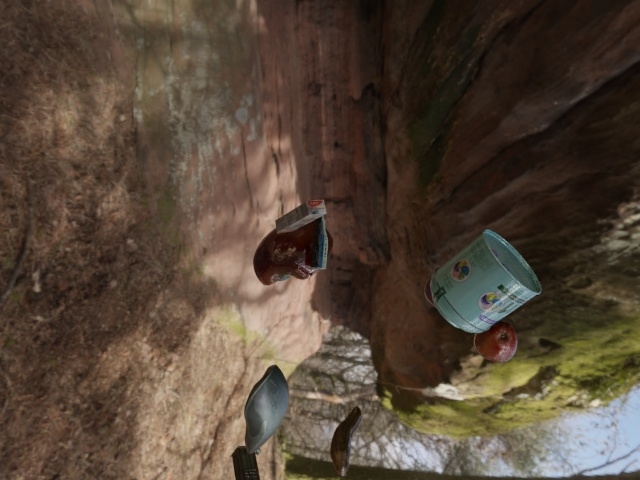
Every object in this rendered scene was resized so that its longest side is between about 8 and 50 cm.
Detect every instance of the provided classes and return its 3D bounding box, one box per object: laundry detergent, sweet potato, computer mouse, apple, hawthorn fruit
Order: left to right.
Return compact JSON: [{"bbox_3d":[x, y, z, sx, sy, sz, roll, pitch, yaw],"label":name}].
[{"bbox_3d":[-0.149,0.515,1.392,0.167,0.090,0.379,-48,153,-51],"label":"computer mouse"},{"bbox_3d":[-0.116,0.052,2.184,0.365,0.329,0.295,-53,163,-46],"label":"apple"},{"bbox_3d":[0.059,0.463,1.150,0.182,0.054,0.053,-60,138,-51],"label":"sweet potato"},{"bbox_3d":[0.576,0.163,1.752,0.305,0.287,0.287,-46,-163,28],"label":"laundry detergent"},{"bbox_3d":[0.706,0.397,1.941,0.173,0.173,0.172,4,90,-86],"label":"hawthorn fruit"}]

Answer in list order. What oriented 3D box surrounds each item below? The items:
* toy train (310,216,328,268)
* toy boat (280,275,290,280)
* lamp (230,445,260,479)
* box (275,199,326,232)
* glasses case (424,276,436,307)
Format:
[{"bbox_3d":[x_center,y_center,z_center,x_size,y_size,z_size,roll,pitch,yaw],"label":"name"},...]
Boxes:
[{"bbox_3d":[0.000,0.000,1.981,0.051,0.052,0.233,13,78,-40],"label":"toy train"},{"bbox_3d":[-0.188,0.133,2.408,0.088,0.215,0.102,48,47,-26],"label":"toy boat"},{"bbox_3d":[-0.281,0.986,1.913,0.090,0.089,0.325,-56,-143,31],"label":"lamp"},{"bbox_3d":[-0.060,-0.064,1.344,0.218,0.055,0.039,-24,-104,60],"label":"box"},{"bbox_3d":[0.577,0.270,2.141,0.316,0.076,0.123,37,-55,52],"label":"glasses case"}]
